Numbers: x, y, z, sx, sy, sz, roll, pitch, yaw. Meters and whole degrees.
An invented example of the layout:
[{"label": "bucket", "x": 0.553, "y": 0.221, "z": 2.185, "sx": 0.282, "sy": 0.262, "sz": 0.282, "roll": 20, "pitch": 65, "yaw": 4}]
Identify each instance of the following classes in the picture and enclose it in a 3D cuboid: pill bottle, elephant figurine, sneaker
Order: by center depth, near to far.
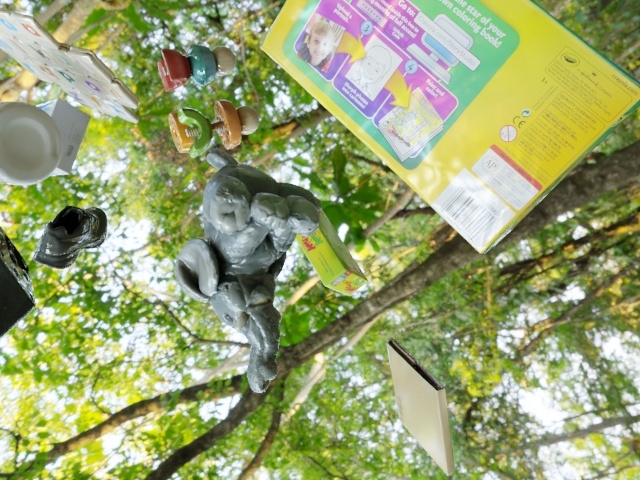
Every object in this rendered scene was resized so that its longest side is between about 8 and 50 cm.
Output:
[{"label": "elephant figurine", "x": -0.105, "y": 0.036, "z": 0.714, "sx": 0.170, "sy": 0.239, "sz": 0.186, "roll": 17, "pitch": -157, "yaw": -6}, {"label": "pill bottle", "x": -0.520, "y": -0.155, "z": 0.863, "sx": 0.124, "sy": 0.222, "sz": 0.124, "roll": -21, "pitch": -65, "yaw": -53}, {"label": "sneaker", "x": -0.621, "y": -0.036, "z": 1.420, "sx": 0.109, "sy": 0.130, "sz": 0.286, "roll": 20, "pitch": -156, "yaw": -7}]

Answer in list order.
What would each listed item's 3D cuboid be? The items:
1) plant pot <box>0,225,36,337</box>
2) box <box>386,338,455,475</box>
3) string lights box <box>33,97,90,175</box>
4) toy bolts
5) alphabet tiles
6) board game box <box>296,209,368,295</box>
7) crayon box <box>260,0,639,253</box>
[{"label": "plant pot", "x": -0.552, "y": 0.060, "z": 0.840, "sx": 0.187, "sy": 0.167, "sz": 0.188, "roll": 46, "pitch": 157, "yaw": 45}, {"label": "box", "x": 0.181, "y": 0.300, "z": 1.001, "sx": 0.164, "sy": 0.021, "sz": 0.201, "roll": 39, "pitch": 146, "yaw": 58}, {"label": "string lights box", "x": -0.601, "y": -0.203, "z": 1.153, "sx": 0.077, "sy": 0.260, "sz": 0.133, "roll": 31, "pitch": -115, "yaw": -49}, {"label": "toy bolts", "x": -0.243, "y": -0.304, "z": 1.193, "sx": 0.159, "sy": 0.218, "sz": 0.228, "roll": -19, "pitch": -80, "yaw": -21}, {"label": "alphabet tiles", "x": -0.448, "y": -0.303, "z": 0.957, "sx": 0.021, "sy": 0.284, "sz": 0.278, "roll": -63, "pitch": -26, "yaw": -12}, {"label": "board game box", "x": 0.000, "y": 0.000, "z": 0.901, "sx": 0.181, "sy": 0.043, "sz": 0.092, "roll": 58, "pitch": -166, "yaw": 28}, {"label": "crayon box", "x": 0.099, "y": -0.146, "z": 0.465, "sx": 0.278, "sy": 0.165, "sz": 0.081, "roll": 46, "pitch": -150, "yaw": 12}]
